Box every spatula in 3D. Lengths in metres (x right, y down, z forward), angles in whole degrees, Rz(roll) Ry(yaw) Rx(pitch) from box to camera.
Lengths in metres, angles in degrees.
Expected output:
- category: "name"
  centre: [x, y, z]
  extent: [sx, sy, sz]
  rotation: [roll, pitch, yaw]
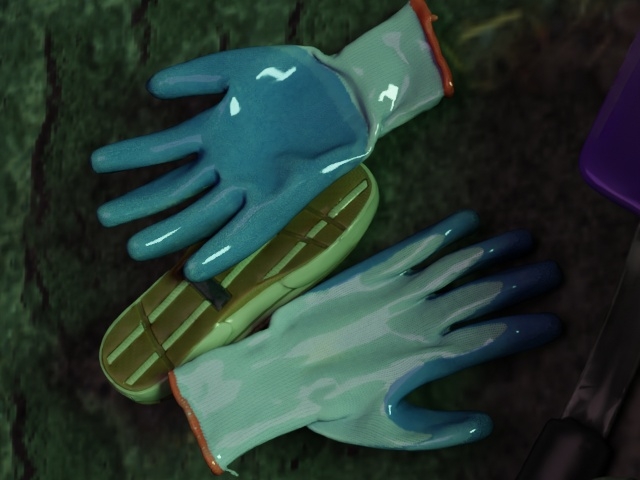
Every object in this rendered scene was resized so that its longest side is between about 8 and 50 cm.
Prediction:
- category: "spatula"
  centre: [0.103, 0.048, 0.658]
  extent: [0.084, 0.030, 0.296]
  rotation: [25, 96, 21]

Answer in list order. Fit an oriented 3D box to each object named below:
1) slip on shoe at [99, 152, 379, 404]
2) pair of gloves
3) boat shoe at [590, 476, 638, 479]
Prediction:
- category: "slip on shoe"
  centre: [-0.030, 0.018, 0.751]
  extent: [0.135, 0.041, 0.051]
  rotation: [-45, 66, -3]
- category: "pair of gloves"
  centre: [0.000, 0.000, 0.713]
  extent: [0.159, 0.023, 0.198]
  rotation: [-25, 66, 6]
- category: "boat shoe"
  centre: [0.074, 0.193, 0.616]
  extent: [0.081, 0.079, 0.228]
  rotation: [-1, 82, 30]
